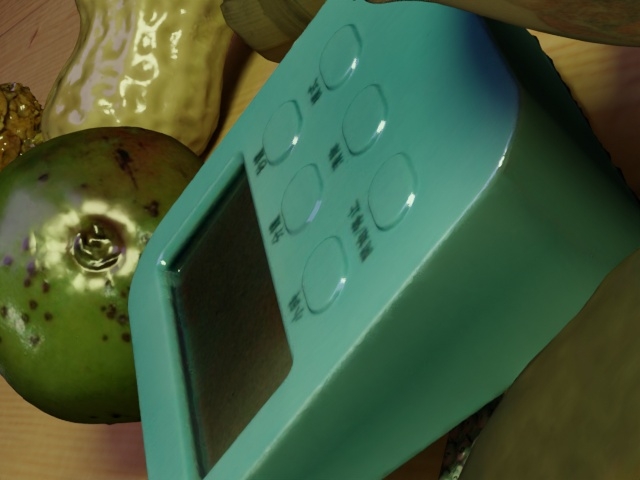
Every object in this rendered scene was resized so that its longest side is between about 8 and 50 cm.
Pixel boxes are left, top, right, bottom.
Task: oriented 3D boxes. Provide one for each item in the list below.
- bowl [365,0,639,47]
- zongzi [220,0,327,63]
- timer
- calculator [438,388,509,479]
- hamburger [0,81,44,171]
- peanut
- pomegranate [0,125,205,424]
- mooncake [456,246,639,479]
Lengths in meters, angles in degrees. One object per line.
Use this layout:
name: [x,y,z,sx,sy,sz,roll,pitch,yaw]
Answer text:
bowl: [0.170,-0.176,0.526,0.345,0.157,0.345,-54,10,14]
zongzi: [0.025,-0.215,1.016,0.194,0.099,0.197,-18,49,52]
timer: [0.000,0.000,0.717,0.250,0.091,0.232,-42,32,15]
calculator: [0.061,0.112,0.641,0.057,0.018,0.172,-31,37,55]
hamburger: [-0.337,-0.019,1.545,0.283,0.144,0.259,-65,17,-1]
peanut: [-0.121,-0.173,1.231,0.291,0.159,0.143,-63,-5,-5]
pomegranate: [-0.126,0.026,0.984,0.181,0.181,0.224,-64,2,-9]
mooncake: [0.123,0.122,0.282,0.290,0.161,0.290,-50,24,31]
